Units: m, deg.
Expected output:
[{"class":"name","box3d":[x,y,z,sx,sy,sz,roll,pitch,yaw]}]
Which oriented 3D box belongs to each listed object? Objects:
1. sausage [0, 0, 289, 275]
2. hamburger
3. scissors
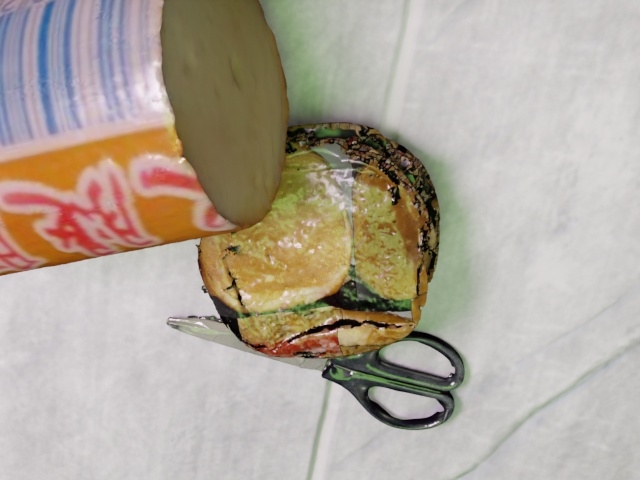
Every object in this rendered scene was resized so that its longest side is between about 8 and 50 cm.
[{"class":"sausage","box3d":[-0.194,-0.098,0.967,0.287,0.233,0.233,-11,115,20]},{"class":"hamburger","box3d":[0.000,0.000,1.086,0.231,0.107,0.231,4,115,9]},{"class":"scissors","box3d":[-0.008,0.116,1.192,0.300,0.022,0.109,14,114,0]}]
